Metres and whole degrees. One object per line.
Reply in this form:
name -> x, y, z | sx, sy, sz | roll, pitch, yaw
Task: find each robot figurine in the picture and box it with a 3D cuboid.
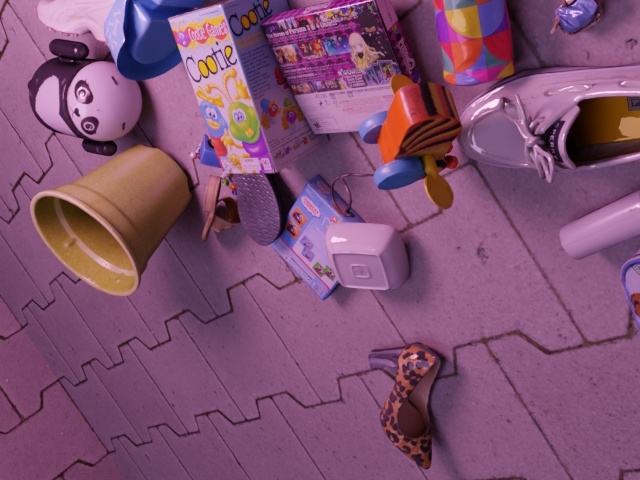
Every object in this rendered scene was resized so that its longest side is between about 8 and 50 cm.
robot figurine -> -0.507, -0.302, 1.594 | 0.278, 0.173, 0.209 | 16, 167, 38

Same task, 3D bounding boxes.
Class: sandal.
sandal -> -0.197, -0.054, 1.542 | 0.079, 0.088, 0.240 | 12, 156, -4
sandal -> -0.121, -0.117, 1.438 | 0.097, 0.054, 0.254 | -13, 95, 32

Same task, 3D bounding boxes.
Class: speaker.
speaker -> 0.388, -0.021, 1.001 | 0.055, 0.055, 0.136 | 54, 142, -1

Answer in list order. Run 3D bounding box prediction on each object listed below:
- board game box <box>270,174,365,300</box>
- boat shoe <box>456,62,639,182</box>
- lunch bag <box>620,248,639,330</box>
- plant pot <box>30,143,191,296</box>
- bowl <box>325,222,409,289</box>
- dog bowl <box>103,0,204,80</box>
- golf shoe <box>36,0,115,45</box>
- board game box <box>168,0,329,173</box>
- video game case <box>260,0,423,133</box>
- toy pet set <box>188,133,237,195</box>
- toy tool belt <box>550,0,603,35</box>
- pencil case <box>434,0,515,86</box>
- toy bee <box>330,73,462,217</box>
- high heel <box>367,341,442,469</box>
board game box -> 0.000, 0.000, 1.417 | 0.160, 0.039, 0.211 | 46, 141, 9
boat shoe -> 0.303, -0.132, 0.924 | 0.367, 0.156, 0.135 | 3, 119, 44
lunch bag -> 0.531, 0.111, 0.912 | 0.243, 0.115, 0.303 | -21, 101, 48
plant pot -> -0.419, -0.066, 1.596 | 0.276, 0.254, 0.276 | 23, 141, 20
bowl -> 0.077, 0.037, 1.310 | 0.142, 0.053, 0.142 | 3, 137, 23
dog bowl -> -0.262, -0.403, 1.262 | 0.074, 0.166, 0.297 | 52, 126, 15
golf shoe -> -0.447, -0.468, 1.483 | 0.306, 0.115, 0.140 | 18, 119, 28
board game box -> -0.117, -0.266, 1.257 | 0.142, 0.144, 0.275 | 4, 120, 44
video game case -> 0.040, -0.263, 1.149 | 0.232, 0.042, 0.210 | 3, 133, 43
toy pet set -> -0.215, -0.151, 1.501 | 0.122, 0.065, 0.114 | 44, 140, 11
toy tool belt -> 0.312, -0.280, 0.890 | 0.052, 0.051, 0.083 | 50, 141, 4
pencil case -> 0.186, -0.312, 0.957 | 0.104, 0.104, 0.236 | 11, 124, 40
toy bee -> 0.133, -0.140, 1.061 | 0.298, 0.162, 0.195 | -177, 77, -69
high heel -> 0.193, 0.319, 1.409 | 0.186, 0.093, 0.261 | -18, 95, 56
